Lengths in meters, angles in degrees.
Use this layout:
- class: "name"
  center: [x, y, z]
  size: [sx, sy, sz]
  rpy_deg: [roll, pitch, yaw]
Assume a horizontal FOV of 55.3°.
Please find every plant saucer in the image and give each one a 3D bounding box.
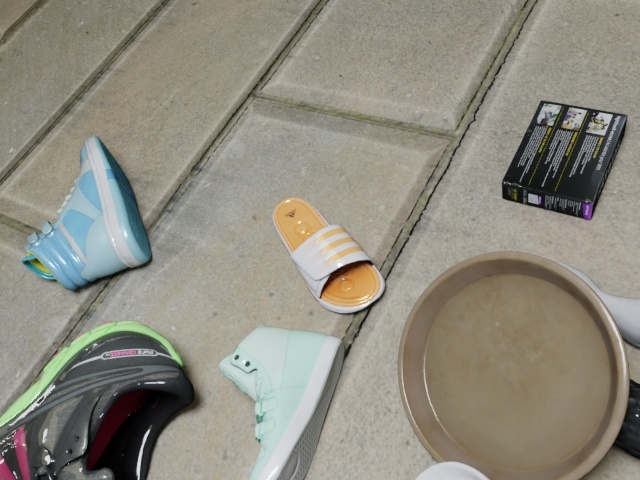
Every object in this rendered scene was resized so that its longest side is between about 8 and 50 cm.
- class: "plant saucer"
  center: [0.216, 0.151, 0.719]
  size: [0.278, 0.041, 0.278]
  rpy_deg: [-11, 73, 39]

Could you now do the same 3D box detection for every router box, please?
- class: "router box"
  center: [0.371, -0.127, 0.930]
  size: [0.133, 0.046, 0.179]
  rpy_deg: [19, 64, 28]

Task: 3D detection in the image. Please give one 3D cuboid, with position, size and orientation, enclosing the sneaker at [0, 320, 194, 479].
- class: "sneaker"
  center: [-0.352, 0.317, 0.776]
  size: [0.202, 0.185, 0.483]
  rpy_deg: [23, 67, 35]

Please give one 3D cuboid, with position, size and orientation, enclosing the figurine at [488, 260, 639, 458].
- class: "figurine"
  center: [0.339, 0.132, 0.738]
  size: [0.209, 0.092, 0.215]
  rpy_deg: [20, 64, 34]

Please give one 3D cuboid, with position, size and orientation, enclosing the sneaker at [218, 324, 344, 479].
- class: "sneaker"
  center: [-0.078, 0.225, 0.801]
  size: [0.151, 0.094, 0.256]
  rpy_deg: [11, 50, 18]

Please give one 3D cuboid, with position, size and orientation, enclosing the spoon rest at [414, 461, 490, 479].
- class: "spoon rest"
  center: [0.189, 0.309, 0.615]
  size: [0.276, 0.084, 0.137]
  rpy_deg: [-3, 63, 45]

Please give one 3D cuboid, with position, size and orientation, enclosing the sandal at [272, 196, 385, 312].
- class: "sandal"
  center: [-0.009, 0.006, 0.946]
  size: [0.102, 0.076, 0.265]
  rpy_deg: [-36, 53, -8]

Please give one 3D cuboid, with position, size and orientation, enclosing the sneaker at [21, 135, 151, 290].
- class: "sneaker"
  center: [-0.445, -0.048, 1.103]
  size: [0.208, 0.127, 0.319]
  rpy_deg: [-27, 51, -3]
